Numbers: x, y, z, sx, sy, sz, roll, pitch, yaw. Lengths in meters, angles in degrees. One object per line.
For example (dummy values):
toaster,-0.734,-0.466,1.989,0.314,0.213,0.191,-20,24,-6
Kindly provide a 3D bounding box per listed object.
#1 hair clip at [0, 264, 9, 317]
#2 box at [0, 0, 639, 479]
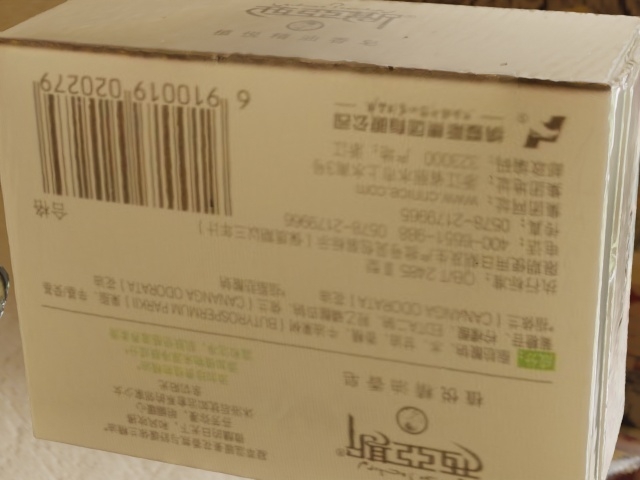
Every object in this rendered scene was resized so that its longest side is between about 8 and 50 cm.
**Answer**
hair clip,-0.258,0.047,0.731,0.116,0.049,0.172,53,57,-23
box,0.000,0.000,0.579,0.111,0.260,0.194,-52,145,-60
